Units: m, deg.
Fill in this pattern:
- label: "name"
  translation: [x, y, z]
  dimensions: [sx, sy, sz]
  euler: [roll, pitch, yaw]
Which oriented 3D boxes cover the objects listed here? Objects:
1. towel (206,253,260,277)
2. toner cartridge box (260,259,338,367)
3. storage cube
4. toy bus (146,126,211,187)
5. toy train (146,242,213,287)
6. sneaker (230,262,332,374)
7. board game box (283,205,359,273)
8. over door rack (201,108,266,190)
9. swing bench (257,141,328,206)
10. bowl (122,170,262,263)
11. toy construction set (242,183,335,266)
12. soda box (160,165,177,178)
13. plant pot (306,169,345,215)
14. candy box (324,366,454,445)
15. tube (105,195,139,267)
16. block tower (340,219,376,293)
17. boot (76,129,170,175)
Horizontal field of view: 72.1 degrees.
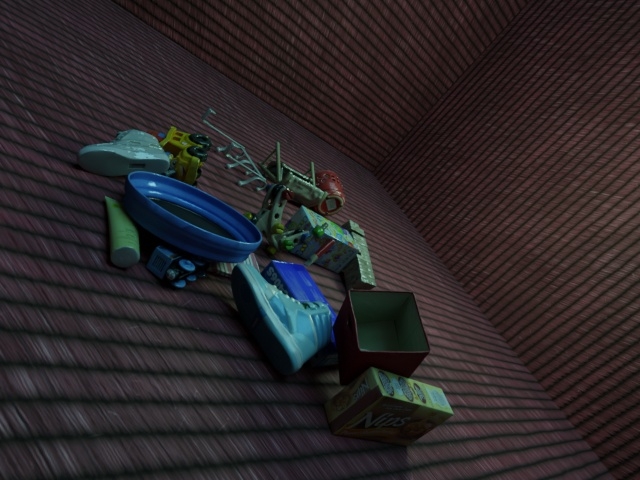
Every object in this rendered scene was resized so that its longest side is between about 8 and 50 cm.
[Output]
- label: "towel"
  translation: [-0.266, 0.066, 1.315]
  dimensions: [0.197, 0.029, 0.144]
  euler: [24, 27, -37]
- label: "toner cartridge box"
  translation: [-0.041, 0.219, 1.359]
  dimensions: [0.165, 0.075, 0.348]
  euler: [12, 36, -52]
- label: "storage cube"
  translation: [0.153, 0.262, 1.171]
  dimensions: [0.214, 0.193, 0.184]
  euler: [4, 47, -14]
- label: "toy bus"
  translation: [-0.486, -0.286, 1.458]
  dimensions: [0.211, 0.150, 0.220]
  euler: [21, 30, -20]
- label: "toy train"
  translation: [-0.347, 0.051, 1.116]
  dimensions: [0.105, 0.080, 0.184]
  euler: [38, 18, 6]
- label: "sneaker"
  translation: [-0.093, 0.180, 1.182]
  dimensions: [0.208, 0.127, 0.319]
  euler: [-20, 72, -40]
- label: "board game box"
  translation: [0.000, 0.000, 1.775]
  dimensions: [0.275, 0.144, 0.142]
  euler: [27, 25, -40]
- label: "over door rack"
  translation: [-0.366, -0.353, 1.805]
  dimensions: [0.240, 0.108, 0.324]
  euler: [54, 2, 27]
- label: "swing bench"
  translation: [-0.136, -0.291, 2.090]
  dimensions: [0.253, 0.165, 0.255]
  euler: [25, 32, -42]
- label: "bowl"
  translation: [-0.349, -0.063, 1.211]
  dimensions: [0.391, 0.077, 0.391]
  euler: [29, 10, -6]
- label: "toy construction set"
  translation: [-0.141, -0.014, 1.496]
  dimensions: [0.308, 0.258, 0.237]
  euler: [34, 60, 23]
- label: "soda box"
  translation: [-0.536, -0.243, 1.370]
  dimensions: [0.169, 0.060, 0.053]
  euler: [43, 25, 0]
- label: "plant pot"
  translation: [0.026, -0.234, 2.247]
  dimensions: [0.191, 0.191, 0.174]
  euler: [27, 34, -37]
- label: "candy box"
  translation: [0.187, 0.449, 1.166]
  dimensions: [0.316, 0.183, 0.088]
  euler: [28, 26, -36]
- label: "tube"
  translation: [-0.478, -0.031, 1.065]
  dimensions: [0.240, 0.062, 0.070]
  euler: [-122, -163, -48]
- label: "block tower"
  translation: [0.148, 0.076, 1.863]
  dimensions: [0.090, 0.097, 0.336]
  euler: [26, 42, -36]
- label: "boot"
  translation: [-0.567, -0.255, 1.247]
  dimensions: [0.258, 0.095, 0.123]
  euler: [-3, 54, -51]
